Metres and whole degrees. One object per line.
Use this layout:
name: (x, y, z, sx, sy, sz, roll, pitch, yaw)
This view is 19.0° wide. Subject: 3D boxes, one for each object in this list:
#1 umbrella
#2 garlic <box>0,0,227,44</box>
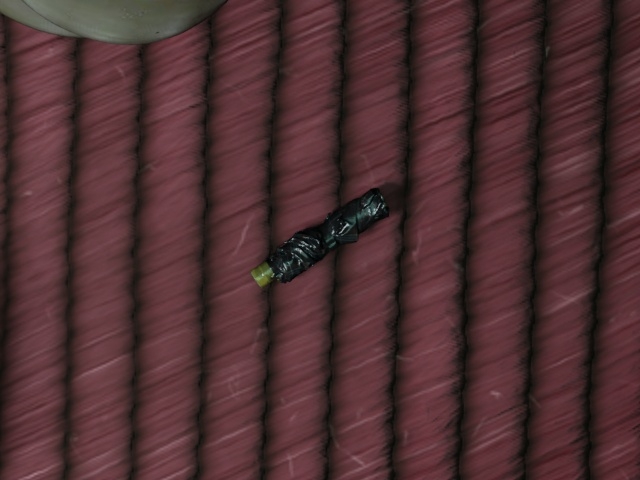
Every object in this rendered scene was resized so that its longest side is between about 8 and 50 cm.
umbrella: (0.000, 0.000, 1.780, 0.144, 0.040, 0.037, -33, 105, 2)
garlic: (-0.219, -0.299, 1.648, 0.340, 0.231, 0.246, 36, 96, -11)
